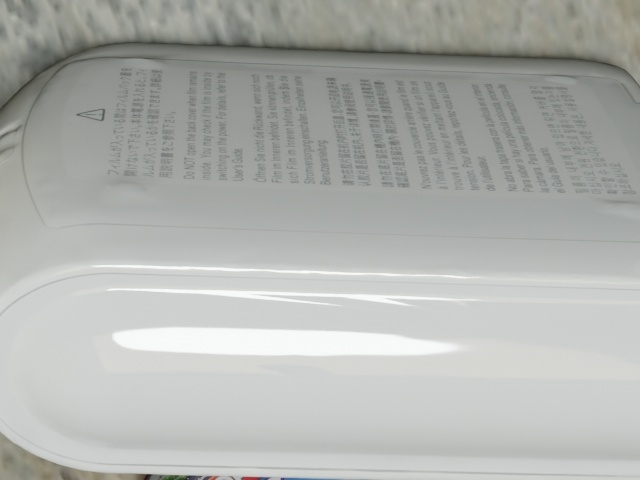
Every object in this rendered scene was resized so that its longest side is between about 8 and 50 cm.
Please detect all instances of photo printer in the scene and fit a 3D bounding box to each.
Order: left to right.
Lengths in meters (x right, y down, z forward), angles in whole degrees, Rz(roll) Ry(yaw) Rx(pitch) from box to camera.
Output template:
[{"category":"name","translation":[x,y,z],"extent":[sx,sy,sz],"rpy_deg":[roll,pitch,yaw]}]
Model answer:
[{"category":"photo printer","translation":[0.000,0.000,0.725],"extent":[0.308,0.256,0.107],"rpy_deg":[2,116,-5]}]

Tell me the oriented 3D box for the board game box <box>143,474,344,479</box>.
[{"category":"board game box","translation":[0.011,0.106,0.878],"extent":[0.194,0.060,0.194],"rpy_deg":[-33,110,11]}]
